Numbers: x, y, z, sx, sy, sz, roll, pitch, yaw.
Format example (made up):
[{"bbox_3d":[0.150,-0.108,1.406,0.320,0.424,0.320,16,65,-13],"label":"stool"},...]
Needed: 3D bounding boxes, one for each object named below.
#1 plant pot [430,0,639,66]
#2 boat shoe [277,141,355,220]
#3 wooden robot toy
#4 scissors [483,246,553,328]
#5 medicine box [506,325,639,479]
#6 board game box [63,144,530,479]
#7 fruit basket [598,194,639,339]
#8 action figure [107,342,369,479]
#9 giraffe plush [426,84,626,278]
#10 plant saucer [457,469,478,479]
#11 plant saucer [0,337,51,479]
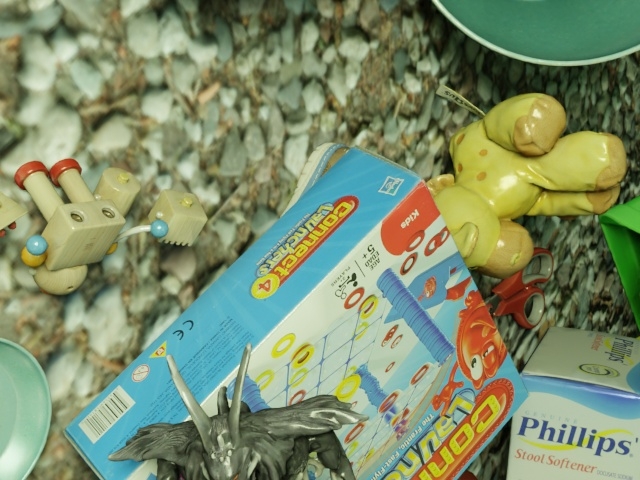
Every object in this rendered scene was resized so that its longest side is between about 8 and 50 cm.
[{"bbox_3d":[0.214,-0.305,0.834,0.195,0.290,0.290,-64,158,-81],"label":"plant pot"},{"bbox_3d":[0.000,0.000,0.771,0.066,0.066,0.183,31,74,-49],"label":"boat shoe"},{"bbox_3d":[-0.163,-0.002,0.591,0.173,0.076,0.079,-9,141,-50],"label":"wooden robot toy"},{"bbox_3d":[0.208,0.068,1.087,0.297,0.021,0.109,-5,105,-49],"label":"scissors"},{"bbox_3d":[0.325,0.280,1.121,0.263,0.149,0.289,-18,112,-67],"label":"medicine box"},{"bbox_3d":[0.008,0.138,0.735,0.308,0.086,0.302,-45,132,-13],"label":"board game box"},{"bbox_3d":[0.535,0.133,1.321,0.392,0.283,0.392,-18,125,-28],"label":"fruit basket"},{"bbox_3d":[-0.032,0.194,0.565,0.141,0.164,0.276,-102,177,-50],"label":"action figure"},{"bbox_3d":[0.172,-0.039,0.890,0.170,0.210,0.181,-60,162,-15],"label":"giraffe plush"},{"bbox_3d":[0.099,0.364,0.999,0.258,0.047,0.259,38,68,-48],"label":"plant saucer"},{"bbox_3d":[-0.224,0.116,0.558,0.119,0.021,0.119,-14,109,-49],"label":"plant saucer"}]
